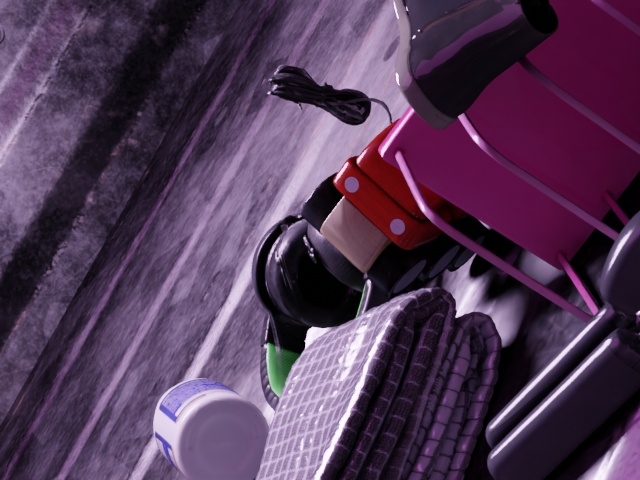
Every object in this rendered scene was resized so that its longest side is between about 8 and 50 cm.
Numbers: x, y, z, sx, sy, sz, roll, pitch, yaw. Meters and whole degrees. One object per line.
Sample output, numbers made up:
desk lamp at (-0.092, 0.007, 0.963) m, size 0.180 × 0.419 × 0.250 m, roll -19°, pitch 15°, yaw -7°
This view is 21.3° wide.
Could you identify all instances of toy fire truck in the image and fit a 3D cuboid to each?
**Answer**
toy fire truck at (0.139, -0.072, 1.577) m, size 0.246 × 0.158 × 0.217 m, roll -54°, pitch -17°, yaw 25°

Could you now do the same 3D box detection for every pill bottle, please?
pill bottle at (-0.132, 0.218, 1.961) m, size 0.112 × 0.112 × 0.187 m, roll -59°, pitch 17°, yaw -5°

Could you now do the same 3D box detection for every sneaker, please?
sneaker at (0.125, -0.180, 1.322) m, size 0.118 × 0.083 × 0.222 m, roll -34°, pitch 29°, yaw 24°

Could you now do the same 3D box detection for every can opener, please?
can opener at (0.205, 0.069, 1.276) m, size 0.283 × 0.095 × 0.076 m, roll -49°, pitch 18°, yaw 27°

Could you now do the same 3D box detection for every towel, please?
towel at (0.028, 0.191, 1.529) m, size 0.235 × 0.121 × 0.283 m, roll -30°, pitch 32°, yaw 60°

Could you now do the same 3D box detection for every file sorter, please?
file sorter at (0.224, -0.107, 1.365) m, size 0.290 × 0.202 × 0.182 m, roll -54°, pitch 20°, yaw 14°

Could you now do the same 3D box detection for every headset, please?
headset at (0.000, 0.000, 1.842) m, size 0.243 × 0.185 × 0.394 m, roll -35°, pitch 39°, yaw 52°
